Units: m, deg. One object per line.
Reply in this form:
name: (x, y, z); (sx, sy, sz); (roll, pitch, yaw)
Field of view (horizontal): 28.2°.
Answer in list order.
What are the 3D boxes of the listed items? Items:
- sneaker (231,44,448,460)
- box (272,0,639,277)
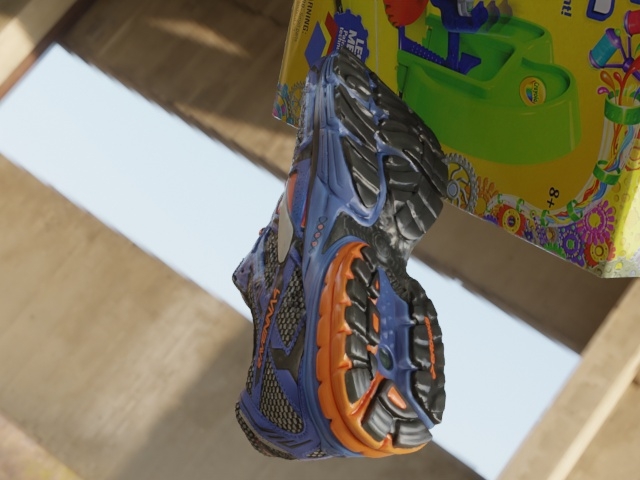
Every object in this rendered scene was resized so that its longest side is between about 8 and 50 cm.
sneaker: (0.000, 0.000, 0.567); (0.087, 0.221, 0.083); (-25, -49, 32)
box: (0.144, -0.165, 0.679); (0.177, 0.290, 0.279); (-2, 20, -37)
